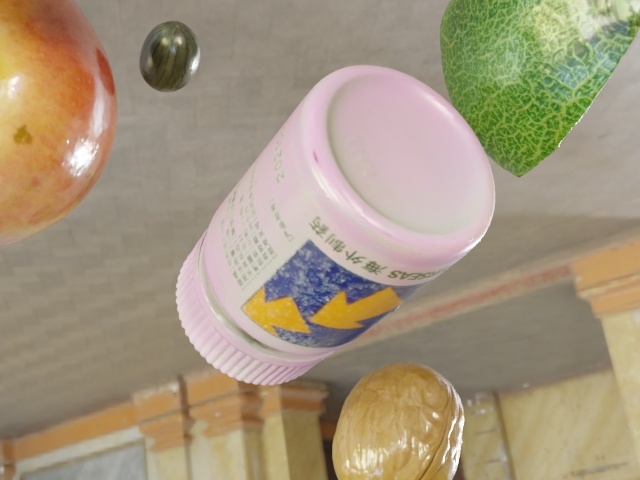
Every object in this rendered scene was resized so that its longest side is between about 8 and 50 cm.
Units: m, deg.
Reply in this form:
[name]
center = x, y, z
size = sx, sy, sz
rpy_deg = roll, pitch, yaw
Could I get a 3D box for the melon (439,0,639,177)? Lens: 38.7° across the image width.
[melon]
center = 0.341, -0.301, 1.400
size = 0.226, 0.331, 0.343
rpy_deg = -8, 163, -12

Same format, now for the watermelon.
[watermelon]
center = -0.199, -0.240, 1.204
size = 0.078, 0.078, 0.111
rpy_deg = 2, 151, -27

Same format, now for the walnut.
[walnut]
center = 0.101, 0.255, 1.174
size = 0.167, 0.207, 0.167
rpy_deg = 15, 143, 11

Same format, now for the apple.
[apple]
center = -0.413, -0.165, 1.024
size = 0.363, 0.364, 0.364
rpy_deg = -8, 160, -3

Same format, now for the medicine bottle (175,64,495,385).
[medicine bottle]
center = 0.000, 0.000, 0.801
size = 0.178, 0.178, 0.291
rpy_deg = 4, 149, -31
